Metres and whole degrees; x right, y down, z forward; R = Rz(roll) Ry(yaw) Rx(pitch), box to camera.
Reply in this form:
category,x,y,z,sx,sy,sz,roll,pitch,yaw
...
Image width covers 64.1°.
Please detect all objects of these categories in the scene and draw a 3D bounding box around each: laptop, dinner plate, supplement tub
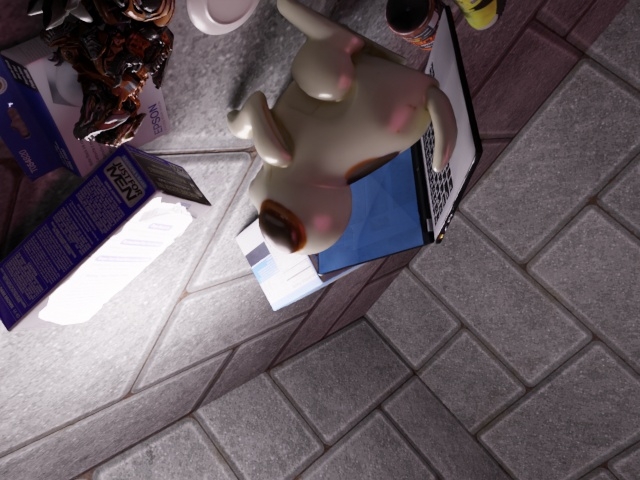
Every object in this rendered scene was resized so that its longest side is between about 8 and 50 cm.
category,x,y,z,sx,sy,sz,roll,pitch,yaw
laptop,0.124,-0.187,1.040,0.236,0.382,0.408,2,147,-3
dinner plate,-0.134,-0.367,0.757,0.141,0.017,0.141,-38,159,-18
supplement tub,0.225,-0.475,1.106,0.197,0.106,0.106,-11,143,-56

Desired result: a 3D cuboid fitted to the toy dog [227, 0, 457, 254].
category,x,y,z,sx,sy,sz,roll,pitch,yaw
toy dog,0.019,-0.165,0.951,0.408,0.395,0.284,-60,168,23

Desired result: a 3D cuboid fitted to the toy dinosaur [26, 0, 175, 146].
category,x,y,z,sx,sy,sz,roll,pitch,yaw
toy dinosaur,-0.242,-0.273,0.567,0.218,0.164,0.322,-7,97,-63

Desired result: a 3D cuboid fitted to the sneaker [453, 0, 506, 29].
category,x,y,z,sx,sy,sz,roll,pitch,yaw
sneaker,0.275,-0.552,1.035,0.147,0.145,0.384,-39,152,11

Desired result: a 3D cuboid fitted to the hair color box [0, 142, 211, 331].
category,x,y,z,sx,sy,sz,roll,pitch,yaw
hair color box,-0.369,0.003,0.866,0.338,0.110,0.185,-39,168,8

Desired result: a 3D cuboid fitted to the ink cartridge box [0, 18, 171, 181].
category,x,y,z,sx,sy,sz,roll,pitch,yaw
ink cartridge box,-0.326,-0.187,0.705,0.224,0.045,0.223,-35,159,-22

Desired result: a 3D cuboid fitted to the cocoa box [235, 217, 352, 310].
category,x,y,z,sx,sy,sz,roll,pitch,yaw
cocoa box,0.000,0.000,1.383,0.347,0.228,0.231,-23,172,-45
